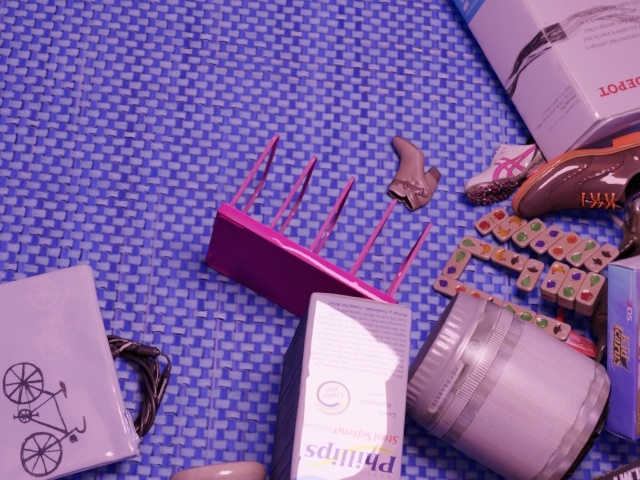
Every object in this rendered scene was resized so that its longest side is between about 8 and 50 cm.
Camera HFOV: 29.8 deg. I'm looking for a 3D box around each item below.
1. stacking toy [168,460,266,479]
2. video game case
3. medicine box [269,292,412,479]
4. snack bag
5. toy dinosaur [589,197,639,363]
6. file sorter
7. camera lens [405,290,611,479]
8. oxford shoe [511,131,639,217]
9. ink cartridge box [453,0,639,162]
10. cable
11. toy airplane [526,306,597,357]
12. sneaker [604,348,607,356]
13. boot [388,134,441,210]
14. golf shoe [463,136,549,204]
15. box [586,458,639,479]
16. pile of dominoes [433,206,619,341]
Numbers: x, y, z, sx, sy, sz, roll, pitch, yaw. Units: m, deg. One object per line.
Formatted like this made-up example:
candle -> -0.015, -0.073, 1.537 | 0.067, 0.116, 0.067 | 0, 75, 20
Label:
stacking toy -> -0.127, 0.482, 1.674 | 0.141, 0.141, 0.331 | -5, 75, -12
video game case -> 0.541, 0.144, 1.841 | 0.244, 0.061, 0.270 | -12, 107, -34
medicine box -> 0.022, 0.258, 1.708 | 0.149, 0.263, 0.289 | 9, 67, -7
snack bag -> -0.459, 0.208, 1.748 | 0.342, 0.037, 0.323 | -16, 70, -9
toy dinosaur -> 0.508, 0.090, 1.951 | 0.121, 0.160, 0.314 | 37, 72, -32
file sorter -> 0.000, 0.000, 1.847 | 0.290, 0.202, 0.182 | 30, 64, 2
camera lens -> 0.276, 0.228, 1.792 | 0.274, 0.219, 0.219 | 31, 66, 3
oxford shoe -> 0.448, -0.092, 1.968 | 0.271, 0.097, 0.098 | -23, 52, -2
ink cartridge box -> 0.442, -0.354, 2.071 | 0.285, 0.166, 0.395 | -17, 71, -30
cable -> -0.310, 0.228, 1.778 | 0.150, 0.047, 0.185 | 20, 66, -2
toy airplane -> 0.388, 0.130, 1.959 | 0.151, 0.028, 0.151 | 6, 69, -14
sneaker -> 0.553, 0.153, 1.957 | 0.188, 0.071, 0.066 | -9, 70, -14
boot -> 0.143, -0.110, 2.007 | 0.118, 0.042, 0.087 | 41, 69, 8
golf shoe -> 0.310, -0.118, 2.031 | 0.186, 0.067, 0.086 | -20, 66, -28
box -> 0.306, 0.406, 1.684 | 0.293, 0.295, 0.073 | -16, 71, -17
pile of dominoes -> 0.333, 0.039, 1.932 | 0.251, 0.040, 0.196 | 22, 63, 23
